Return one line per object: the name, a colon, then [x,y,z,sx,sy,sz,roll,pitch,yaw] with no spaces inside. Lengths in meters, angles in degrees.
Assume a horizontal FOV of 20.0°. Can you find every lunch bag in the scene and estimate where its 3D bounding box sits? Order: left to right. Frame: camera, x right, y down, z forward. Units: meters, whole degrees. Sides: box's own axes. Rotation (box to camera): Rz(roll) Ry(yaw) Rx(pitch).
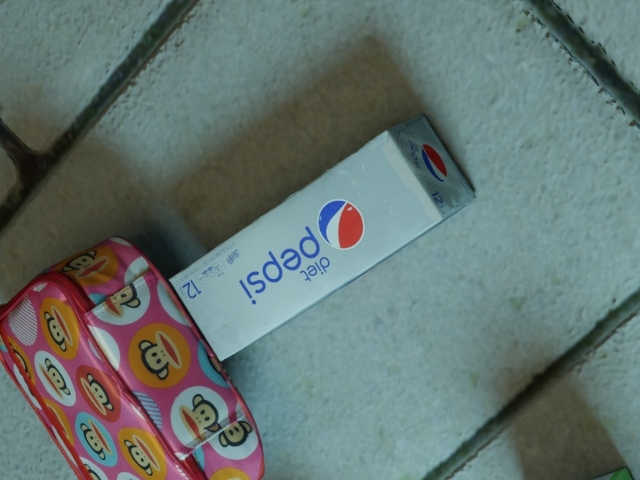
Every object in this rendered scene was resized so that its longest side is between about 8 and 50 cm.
lunch bag: [-0.201,0.158,1.812,0.293,0.120,0.258,57,146,1]

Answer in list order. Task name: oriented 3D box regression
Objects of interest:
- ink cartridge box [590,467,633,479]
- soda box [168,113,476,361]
ink cartridge box: [0.263,0.373,1.628,0.114,0.198,0.273,-26,94,28]
soda box: [0.000,0.000,1.702,0.286,0.091,0.098,-34,87,29]
